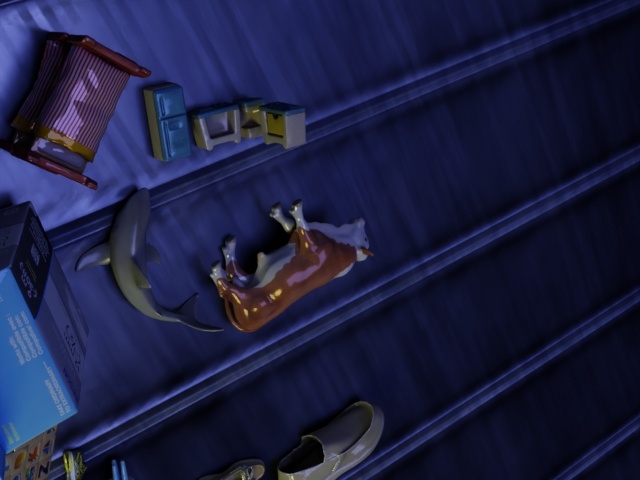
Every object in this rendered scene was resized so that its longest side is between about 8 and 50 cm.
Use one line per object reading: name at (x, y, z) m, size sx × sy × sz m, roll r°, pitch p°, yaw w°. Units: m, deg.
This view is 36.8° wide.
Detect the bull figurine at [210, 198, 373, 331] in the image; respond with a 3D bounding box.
bull figurine at (-0.053, 0.034, 1.737) m, size 0.310 × 0.101 × 0.188 m, roll -39°, pitch 114°, yaw -7°

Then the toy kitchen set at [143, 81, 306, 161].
toy kitchen set at (-0.154, -0.204, 1.580) m, size 0.207 × 0.166 × 0.122 m, roll -20°, pitch 114°, yaw -31°

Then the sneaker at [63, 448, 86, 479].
sneaker at (-0.414, 0.395, 1.640) m, size 0.035 × 0.031 × 0.083 m, roll -14°, pitch 111°, yaw -34°

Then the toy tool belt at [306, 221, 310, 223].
toy tool belt at (0.000, 0.000, 1.825) m, size 0.052 × 0.051 × 0.083 m, roll -46°, pitch 125°, yaw -18°

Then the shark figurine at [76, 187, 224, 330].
shark figurine at (-0.284, 0.073, 1.598) m, size 0.166 × 0.116 × 0.278 m, roll -37°, pitch 120°, yaw -22°

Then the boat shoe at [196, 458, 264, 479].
boat shoe at (-0.166, 0.460, 1.832) m, size 0.153 × 0.048 × 0.056 m, roll -9°, pitch 108°, yaw -35°

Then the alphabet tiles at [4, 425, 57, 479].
alphabet tiles at (-0.482, 0.366, 1.524) m, size 0.198 × 0.009 × 0.237 m, roll -12°, pitch 115°, yaw -73°

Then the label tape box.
label tape box at (-0.427, 0.129, 1.354) m, size 0.115 × 0.347 × 0.249 m, roll -18°, pitch 116°, yaw -3°

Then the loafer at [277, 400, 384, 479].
loafer at (0.020, 0.415, 1.925) m, size 0.268 × 0.102 × 0.092 m, roll -43°, pitch 130°, yaw -19°

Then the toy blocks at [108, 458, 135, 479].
toy blocks at (-0.377, 0.462, 1.672) m, size 0.123 × 0.054 × 0.148 m, roll -16°, pitch 112°, yaw -33°

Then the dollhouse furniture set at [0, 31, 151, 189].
dollhouse furniture set at (-0.460, -0.234, 1.352) m, size 0.374 × 0.152 × 0.201 m, roll 24°, pitch 88°, yaw -39°
